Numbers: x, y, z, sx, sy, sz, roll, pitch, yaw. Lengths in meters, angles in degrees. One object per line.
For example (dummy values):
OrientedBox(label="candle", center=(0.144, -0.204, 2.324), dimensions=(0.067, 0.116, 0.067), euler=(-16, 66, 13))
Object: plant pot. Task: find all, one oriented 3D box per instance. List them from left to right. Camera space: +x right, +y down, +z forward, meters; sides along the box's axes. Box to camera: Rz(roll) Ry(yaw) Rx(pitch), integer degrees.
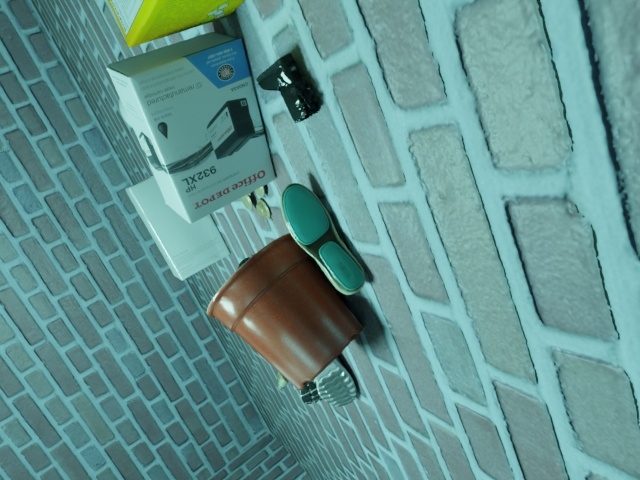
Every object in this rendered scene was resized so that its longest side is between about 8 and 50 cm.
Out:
OrientedBox(label="plant pot", center=(-0.063, 0.170, 0.996), dimensions=(0.265, 0.272, 0.272), euler=(45, 154, 9))

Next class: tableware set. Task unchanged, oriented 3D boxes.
OrientedBox(label="tableware set", center=(-0.174, -0.126, 1.127), dimensions=(0.141, 0.020, 0.168), euler=(39, 148, 34))

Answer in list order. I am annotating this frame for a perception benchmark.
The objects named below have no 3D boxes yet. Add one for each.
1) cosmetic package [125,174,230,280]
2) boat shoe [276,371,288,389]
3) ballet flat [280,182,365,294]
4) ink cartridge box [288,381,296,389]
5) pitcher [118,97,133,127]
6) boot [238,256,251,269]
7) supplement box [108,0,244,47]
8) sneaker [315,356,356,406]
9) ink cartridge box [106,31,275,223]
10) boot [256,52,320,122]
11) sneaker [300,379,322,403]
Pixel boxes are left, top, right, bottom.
OrientedBox(label="cosmetic package", center=(-0.529, -0.070, 1.643), dimensions=(0.156, 0.217, 0.384), euler=(3, 119, 62))
OrientedBox(label="boat shoe", center=(-0.166, 0.594, 1.881), dimensions=(0.056, 0.048, 0.153), euler=(38, 172, -8))
OrientedBox(label="ballet flat", center=(0.000, 0.000, 0.876), dimensions=(0.248, 0.086, 0.086), euler=(58, 156, -1))
OrientedBox(label="ink cartridge box", center=(-0.164, 0.468, 1.772), dimensions=(0.208, 0.045, 0.206), euler=(34, 147, 40))
OrientedBox(label="pitcher", center=(-0.607, -0.438, 1.464), dimensions=(0.207, 0.126, 0.177), euler=(56, 148, 24))
OrientedBox(label="boot", center=(-0.207, 0.181, 1.485), dimensions=(0.246, 0.084, 0.161), euler=(59, 162, 3))
OrientedBox(label="supplement box", center=(-0.183, -0.422, 0.580), dimensions=(0.357, 0.195, 0.194), euler=(12, 128, 58))
OrientedBox(label="sneaker", center=(0.020, 0.347, 1.255), dimensions=(0.281, 0.105, 0.115), euler=(62, -170, -17))
OrientedBox(label="ink cartridge box", center=(-0.241, -0.224, 0.888), dimensions=(0.129, 0.223, 0.307), euler=(34, 146, 41))
OrientedBox(label="boot", center=(-0.054, -0.243, 0.731), dimensions=(0.121, 0.045, 0.099), euler=(0, 122, 62))
OrientedBox(label="sneaker", center=(-0.035, 0.429, 1.449), dimensions=(0.110, 0.107, 0.275), euler=(-122, 19, -57))
